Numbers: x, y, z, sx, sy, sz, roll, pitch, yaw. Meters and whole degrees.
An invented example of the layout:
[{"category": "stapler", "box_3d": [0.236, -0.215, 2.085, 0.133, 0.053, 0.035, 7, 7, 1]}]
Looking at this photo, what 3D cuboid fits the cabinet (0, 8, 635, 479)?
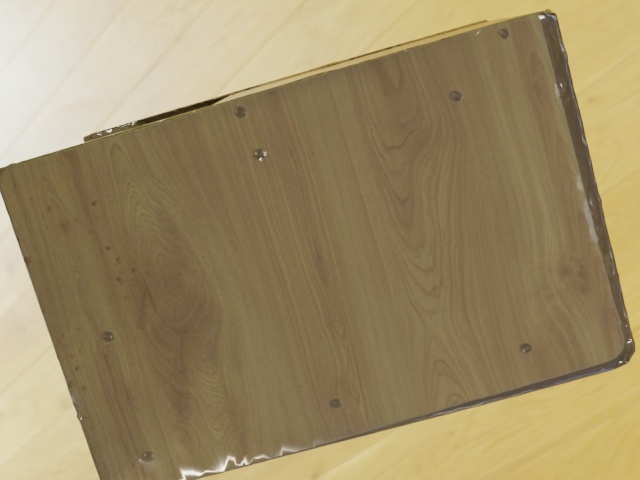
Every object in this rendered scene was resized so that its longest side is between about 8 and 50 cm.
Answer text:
[{"category": "cabinet", "box_3d": [0.000, 0.000, 0.523, 0.215, 0.175, 0.148, -15, 99, 2]}]
